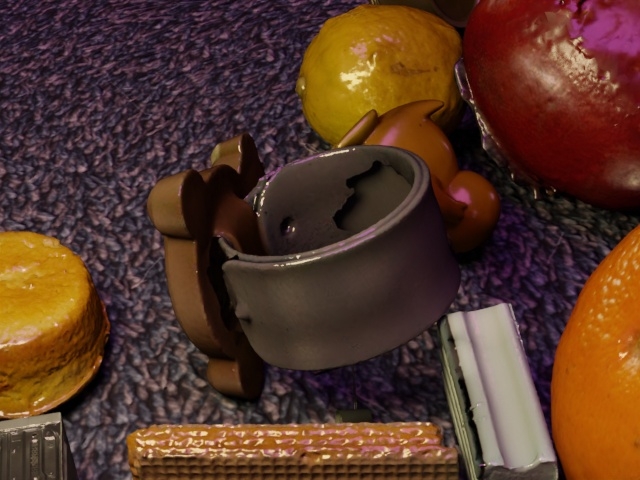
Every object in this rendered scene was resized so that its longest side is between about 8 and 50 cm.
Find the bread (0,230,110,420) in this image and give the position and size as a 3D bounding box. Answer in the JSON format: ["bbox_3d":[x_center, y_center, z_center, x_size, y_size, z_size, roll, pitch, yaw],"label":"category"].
[{"bbox_3d":[-0.390,0.105,1.654,0.268,0.146,0.268,0,41,0],"label":"bread"}]

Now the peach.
[{"bbox_3d":[0.396,-0.240,1.825,0.416,0.353,0.339,22,45,32],"label":"peach"}]

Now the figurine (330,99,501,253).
[{"bbox_3d":[0.129,-0.080,1.776,0.215,0.228,0.215,-21,6,2],"label":"figurine"}]

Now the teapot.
[{"bbox_3d":[0.165,-0.425,2.199,0.175,0.186,0.267,-7,-2,43],"label":"teapot"}]

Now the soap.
[{"bbox_3d":[0.201,0.204,1.484,0.094,0.150,0.261,-9,42,-1],"label":"soap"}]

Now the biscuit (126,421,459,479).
[{"bbox_3d":[-0.032,0.254,1.491,0.378,0.094,0.054,-1,41,5],"label":"biscuit"}]

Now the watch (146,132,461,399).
[{"bbox_3d":[0.000,0.000,1.600,0.326,0.314,0.335,-8,28,18],"label":"watch"}]

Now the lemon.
[{"bbox_3d":[0.099,-0.235,1.934,0.288,0.233,0.233,-10,41,-15],"label":"lemon"}]

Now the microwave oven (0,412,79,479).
[{"bbox_3d":[-0.380,0.294,1.454,0.208,0.122,0.162,-9,41,-5],"label":"microwave oven"}]

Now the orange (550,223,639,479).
[{"bbox_3d":[0.441,0.155,1.344,0.326,0.424,0.424,23,35,-23],"label":"orange"}]

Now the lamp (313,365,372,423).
[{"bbox_3d":[0.034,0.188,1.608,0.054,0.041,0.121,-8,44,-16],"label":"lamp"}]
